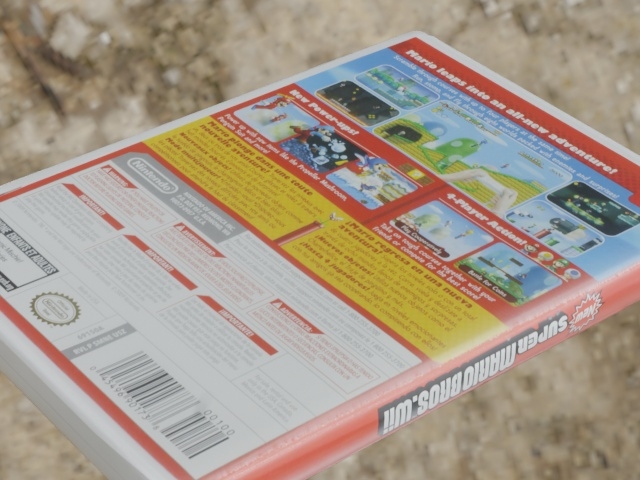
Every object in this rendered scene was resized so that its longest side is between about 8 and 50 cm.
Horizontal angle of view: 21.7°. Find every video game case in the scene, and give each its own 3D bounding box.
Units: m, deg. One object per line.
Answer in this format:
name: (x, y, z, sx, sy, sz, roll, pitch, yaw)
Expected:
video game case: (0.000, 0.000, 0.689, 0.285, 0.204, 0.025, -24, 132, -31)
